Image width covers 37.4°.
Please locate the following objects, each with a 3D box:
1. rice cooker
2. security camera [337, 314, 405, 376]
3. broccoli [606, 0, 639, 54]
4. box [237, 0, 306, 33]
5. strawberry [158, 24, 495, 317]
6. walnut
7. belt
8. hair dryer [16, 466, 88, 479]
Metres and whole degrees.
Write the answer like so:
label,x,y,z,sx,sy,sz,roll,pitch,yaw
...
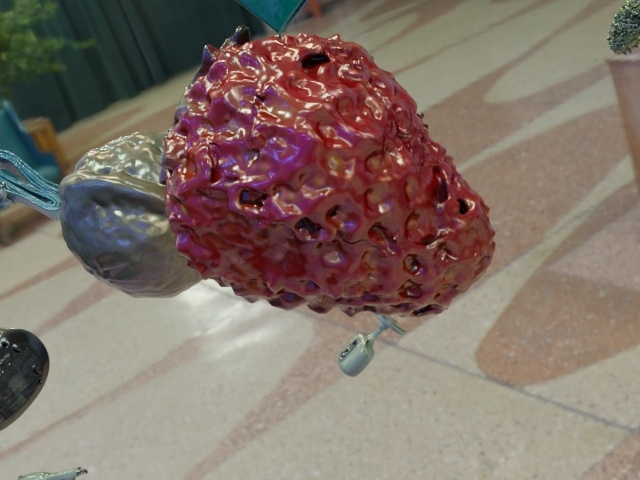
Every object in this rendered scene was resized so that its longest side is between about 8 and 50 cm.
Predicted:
label,x,y,z,sx,sy,sz,roll,pitch,yaw
rice cooker,-0.436,0.187,1.245,0.106,0.112,0.165,-10,36,43
security camera,0.057,0.130,1.193,0.092,0.058,0.058,-48,20,5
broccoli,0.410,-0.270,1.172,0.095,0.092,0.097,34,102,52
box,-0.113,-0.371,1.160,0.092,0.245,0.153,-52,11,17
strawberry,0.016,-0.038,0.600,0.190,0.236,0.111,-63,7,-11
walnut,-0.223,-0.033,1.209,0.224,0.224,0.224,-19,20,7
belt,-0.532,-0.085,1.683,0.179,0.065,0.100,29,64,11
hair dryer,-0.351,0.247,1.044,0.199,0.167,0.067,-44,-25,21
